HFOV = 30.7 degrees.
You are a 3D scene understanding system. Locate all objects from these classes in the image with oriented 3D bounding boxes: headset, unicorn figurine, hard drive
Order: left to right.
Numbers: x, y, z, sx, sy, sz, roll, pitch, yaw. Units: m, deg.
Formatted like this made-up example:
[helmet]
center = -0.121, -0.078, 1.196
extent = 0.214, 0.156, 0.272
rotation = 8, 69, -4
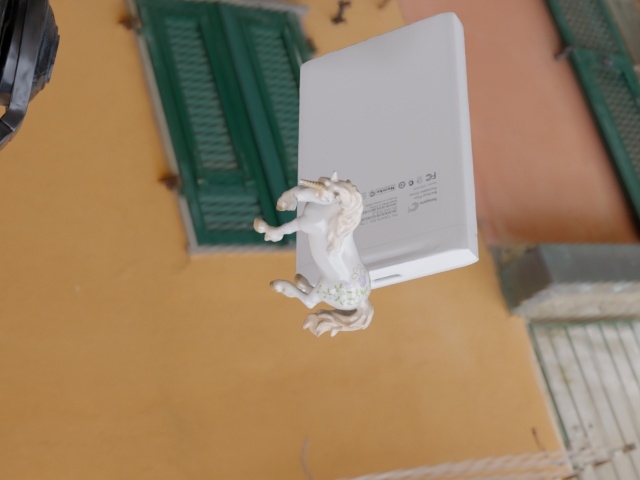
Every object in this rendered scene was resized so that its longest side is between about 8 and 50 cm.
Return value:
[headset]
center = -0.347, -0.219, 1.100
extent = 0.394, 0.243, 0.185
rotation = -53, -170, -18
[unicorn figurine]
center = 0.000, 0.000, 0.865
extent = 0.111, 0.060, 0.162
rotation = 2, 133, 45
[hard drive]
center = 0.078, -0.108, 1.483
extent = 0.233, 0.353, 0.047
rotation = -15, 147, 26
